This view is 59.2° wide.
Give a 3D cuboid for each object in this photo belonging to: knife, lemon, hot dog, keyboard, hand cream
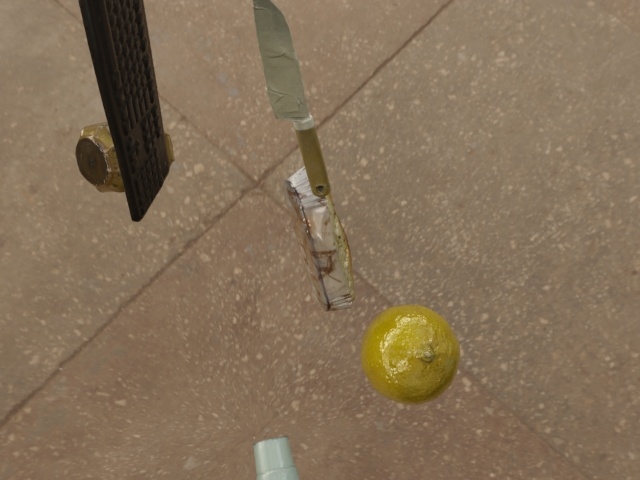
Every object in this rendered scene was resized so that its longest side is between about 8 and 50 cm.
[{"bbox_3d":[-0.032,-0.150,0.652,0.047,0.297,0.017,-3,53,10],"label":"knife"},{"bbox_3d":[0.160,0.202,1.002,0.179,0.203,0.178,1,81,-8],"label":"lemon"},{"bbox_3d":[0.000,0.000,0.992,0.075,0.144,0.267,-21,116,-11],"label":"hot dog"},{"bbox_3d":[-0.171,-0.188,0.459,0.041,0.381,0.103,2,41,8],"label":"keyboard"},{"bbox_3d":[-0.031,0.424,0.719,0.085,0.058,0.331,-15,69,2],"label":"hand cream"}]

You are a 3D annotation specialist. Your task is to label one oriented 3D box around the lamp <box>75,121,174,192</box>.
[{"bbox_3d":[-0.420,-0.186,1.218,0.161,0.161,0.185,49,36,11],"label":"lamp"}]
